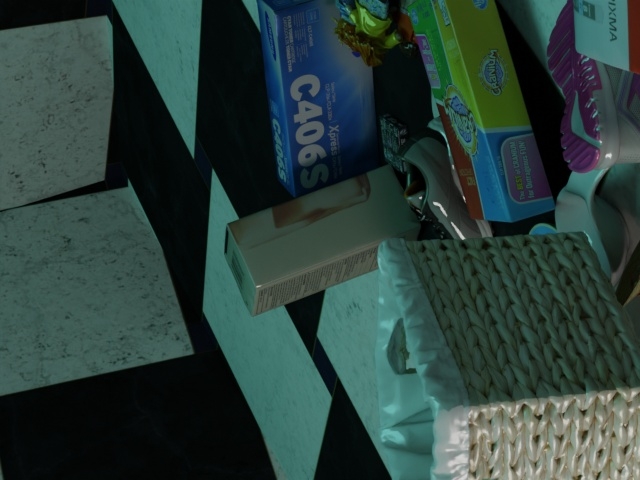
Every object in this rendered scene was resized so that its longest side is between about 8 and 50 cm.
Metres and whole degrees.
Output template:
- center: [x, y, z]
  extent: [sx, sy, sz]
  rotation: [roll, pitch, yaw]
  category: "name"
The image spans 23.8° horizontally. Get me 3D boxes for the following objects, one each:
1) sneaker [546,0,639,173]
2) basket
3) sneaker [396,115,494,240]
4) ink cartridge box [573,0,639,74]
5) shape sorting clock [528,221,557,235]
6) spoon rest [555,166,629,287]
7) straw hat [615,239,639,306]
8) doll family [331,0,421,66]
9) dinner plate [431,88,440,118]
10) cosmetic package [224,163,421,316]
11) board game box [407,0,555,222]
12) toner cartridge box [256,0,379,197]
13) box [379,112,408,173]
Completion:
- center: [0.329, -0.186, 1.712]
  extent: [0.103, 0.111, 0.252]
  rotation: [132, 141, -61]
  category: "sneaker"
- center: [0.220, 0.201, 1.784]
  extent: [0.331, 0.267, 0.328]
  rotation: [-104, 10, -55]
  category: "basket"
- center: [0.181, -0.048, 2.246]
  extent: [0.100, 0.108, 0.271]
  rotation: [30, 145, 58]
  category: "sneaker"
- center: [0.269, -0.312, 1.436]
  extent: [0.385, 0.091, 0.308]
  rotation: [-62, -31, -63]
  category: "ink cartridge box"
- center: [0.328, 0.075, 2.063]
  extent: [0.206, 0.040, 0.206]
  rotation: [55, 155, 41]
  category: "shape sorting clock"
- center: [0.337, -0.041, 1.853]
  extent: [0.276, 0.084, 0.137]
  rotation: [97, 149, -51]
  category: "spoon rest"
- center: [0.398, 0.040, 1.781]
  extent: [0.061, 0.144, 0.144]
  rotation: [25, 152, 3]
  category: "straw hat"
- center: [0.062, -0.357, 2.280]
  extent: [0.263, 0.118, 0.163]
  rotation: [55, 156, 40]
  category: "doll family"
- center: [0.193, -0.184, 2.240]
  extent: [0.141, 0.017, 0.141]
  rotation: [163, 90, -72]
  category: "dinner plate"
- center: [0.000, 0.000, 2.512]
  extent: [0.153, 0.296, 0.129]
  rotation: [105, 143, -66]
  category: "cosmetic package"
- center: [0.211, -0.184, 2.030]
  extent: [0.242, 0.064, 0.316]
  rotation: [-168, 61, -83]
  category: "board game box"
- center: [0.000, -0.252, 2.494]
  extent: [0.075, 0.165, 0.347]
  rotation: [47, 150, 50]
  category: "toner cartridge box"
- center: [0.122, -0.157, 2.464]
  extent: [0.067, 0.018, 0.083]
  rotation: [-138, 34, -57]
  category: "box"
